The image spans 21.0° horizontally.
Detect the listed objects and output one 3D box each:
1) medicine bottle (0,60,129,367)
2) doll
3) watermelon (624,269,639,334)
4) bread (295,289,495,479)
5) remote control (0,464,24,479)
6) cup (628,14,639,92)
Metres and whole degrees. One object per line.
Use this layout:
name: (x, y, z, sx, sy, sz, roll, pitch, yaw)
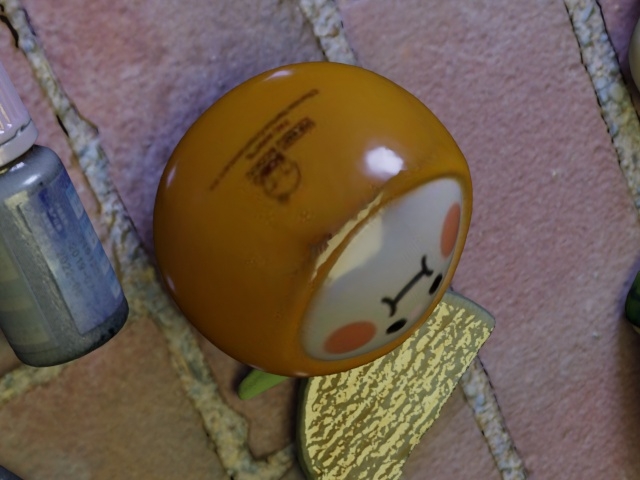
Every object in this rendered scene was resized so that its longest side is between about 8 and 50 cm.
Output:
medicine bottle: (-0.194, -0.022, 1.090, 0.083, 0.083, 0.203, -31, 116, -21)
doll: (0.000, 0.000, 1.161, 0.213, 0.213, 0.236, -46, 151, -14)
watermelon: (0.419, 0.111, 1.420, 0.331, 0.189, 0.330, -9, 110, -26)
bread: (0.036, 0.106, 1.281, 0.112, 0.036, 0.193, 36, 81, -23)
remote control: (-0.265, 0.171, 1.114, 0.377, 0.044, 0.107, 39, 85, -30)
cup: (0.366, -0.197, 1.323, 0.202, 0.173, 0.255, 24, 87, -30)
